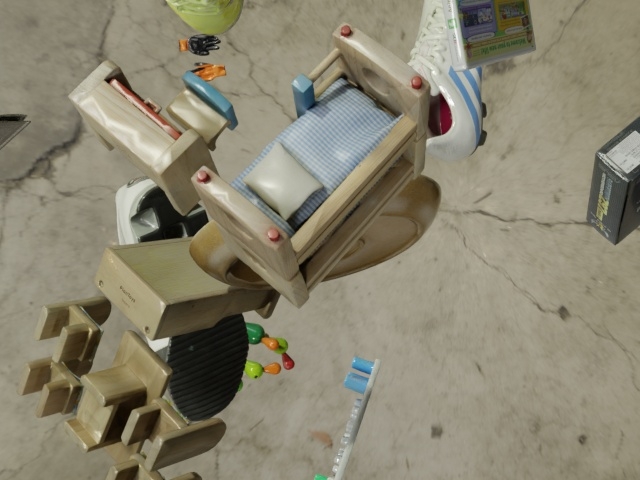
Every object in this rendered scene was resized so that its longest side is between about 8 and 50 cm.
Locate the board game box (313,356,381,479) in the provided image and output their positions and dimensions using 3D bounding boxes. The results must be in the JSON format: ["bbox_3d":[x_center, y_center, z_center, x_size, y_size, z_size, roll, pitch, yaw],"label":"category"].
[{"bbox_3d":[-0.007,0.444,1.549,0.050,0.390,0.390,19,126,5],"label":"board game box"}]

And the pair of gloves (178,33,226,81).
[{"bbox_3d":[-0.206,-0.317,1.621,0.074,0.010,0.083,-10,113,-4],"label":"pair of gloves"}]

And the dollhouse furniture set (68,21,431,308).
[{"bbox_3d":[-0.046,-0.077,0.574,0.184,0.129,0.129,39,78,15],"label":"dollhouse furniture set"}]

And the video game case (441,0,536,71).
[{"bbox_3d":[0.220,-0.334,1.240,0.023,0.212,0.193,-2,104,39],"label":"video game case"}]

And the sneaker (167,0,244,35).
[{"bbox_3d":[-0.185,-0.373,1.272,0.145,0.384,0.147,1,74,4],"label":"sneaker"}]

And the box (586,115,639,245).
[{"bbox_3d":[0.431,-0.116,1.133,0.233,0.183,0.059,-38,65,-7],"label":"box"}]

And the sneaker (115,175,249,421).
[{"bbox_3d":[-0.188,0.071,1.212,0.122,0.146,0.330,-19,110,-29],"label":"sneaker"}]

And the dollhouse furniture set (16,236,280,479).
[{"bbox_3d":[-0.168,0.125,0.978,0.212,0.161,0.242,39,118,29],"label":"dollhouse furniture set"}]

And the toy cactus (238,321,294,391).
[{"bbox_3d":[-0.158,0.170,1.597,0.219,0.112,0.180,-10,84,-19],"label":"toy cactus"}]

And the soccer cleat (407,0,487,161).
[{"bbox_3d":[0.193,-0.290,1.464,0.116,0.143,0.331,-4,87,49],"label":"soccer cleat"}]

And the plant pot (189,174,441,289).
[{"bbox_3d":[0.000,0.000,0.850,0.236,0.236,0.032,-17,73,8],"label":"plant pot"}]

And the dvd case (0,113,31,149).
[{"bbox_3d":[-0.484,-0.111,1.240,0.164,0.221,0.018,-40,94,6],"label":"dvd case"}]
